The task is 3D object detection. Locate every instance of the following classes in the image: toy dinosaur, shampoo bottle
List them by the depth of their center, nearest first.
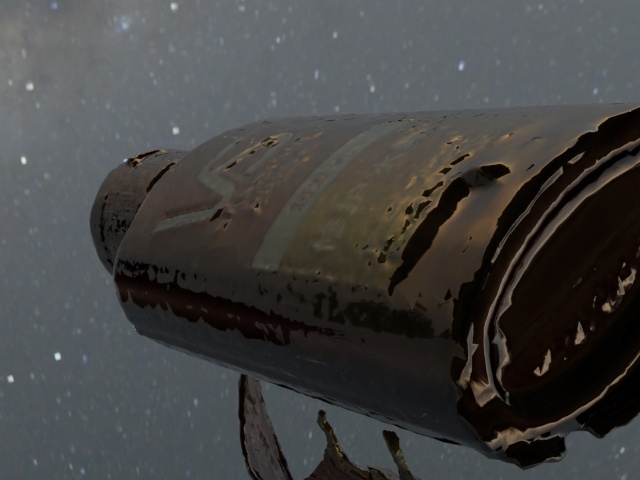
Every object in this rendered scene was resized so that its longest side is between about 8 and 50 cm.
[{"bbox_3d":[0.000,0.000,0.485,0.129,0.084,0.323,-48,-155,-18],"label":"shampoo bottle"},{"bbox_3d":[0.080,0.140,0.764,0.207,0.327,0.113,36,-116,-20],"label":"toy dinosaur"}]
